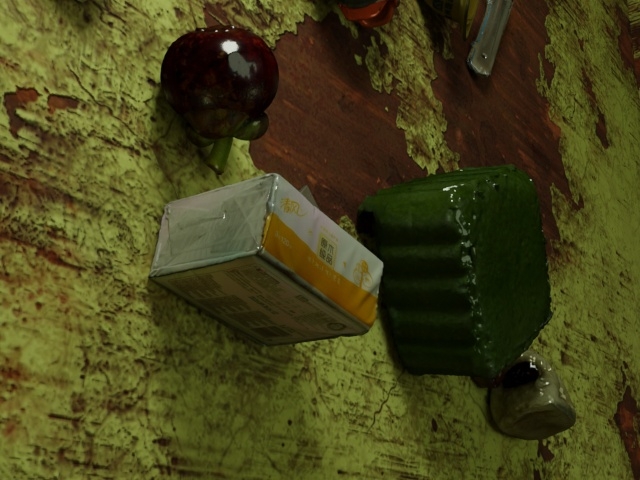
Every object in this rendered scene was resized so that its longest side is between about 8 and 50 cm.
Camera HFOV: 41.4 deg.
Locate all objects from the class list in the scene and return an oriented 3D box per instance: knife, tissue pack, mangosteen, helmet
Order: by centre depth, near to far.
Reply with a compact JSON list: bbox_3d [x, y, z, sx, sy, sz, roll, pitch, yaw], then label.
[{"bbox_3d":[-0.061,0.032,1.041,0.225,0.185,0.124,38,49,-42],"label":"tissue pack"},{"bbox_3d":[-0.116,-0.182,1.069,0.156,0.146,0.181,-31,104,-56],"label":"mangosteen"},{"bbox_3d":[0.262,-0.544,1.723,0.205,0.140,0.257,77,31,-64],"label":"helmet"},{"bbox_3d":[0.392,-0.502,1.975,0.089,0.043,0.365,27,54,-7],"label":"knife"}]

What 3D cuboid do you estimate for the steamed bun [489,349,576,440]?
[{"bbox_3d":[0.408,0.292,1.658,0.172,0.141,0.155,39,36,-44],"label":"steamed bun"}]

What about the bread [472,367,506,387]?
[{"bbox_3d":[0.322,0.240,1.610,0.085,0.053,0.085,22,62,-49],"label":"bread"}]

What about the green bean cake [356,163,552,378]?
[{"bbox_3d":[0.233,0.048,1.437,0.335,0.218,0.319,-20,103,-48],"label":"green bean cake"}]

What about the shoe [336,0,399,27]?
[{"bbox_3d":[0.098,-0.466,1.486,0.336,0.132,0.171,-66,152,-55],"label":"shoe"}]

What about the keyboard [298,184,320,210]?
[{"bbox_3d":[0.000,0.000,1.282,0.166,0.017,0.055,63,33,-18],"label":"keyboard"}]

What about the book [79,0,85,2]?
[{"bbox_3d":[-0.342,-0.487,0.954,0.371,0.043,0.260,45,45,-36],"label":"book"}]
